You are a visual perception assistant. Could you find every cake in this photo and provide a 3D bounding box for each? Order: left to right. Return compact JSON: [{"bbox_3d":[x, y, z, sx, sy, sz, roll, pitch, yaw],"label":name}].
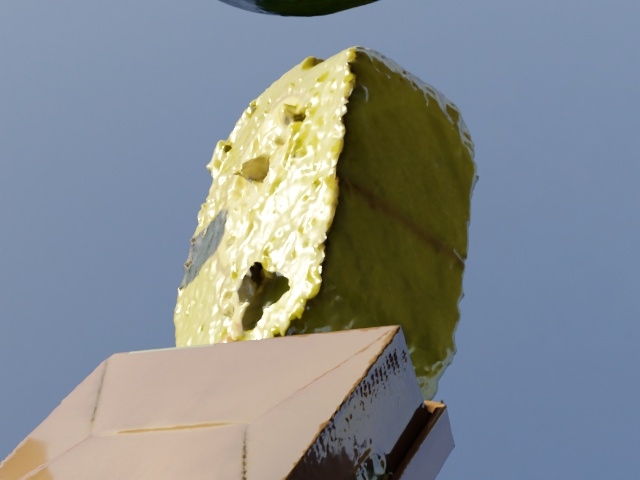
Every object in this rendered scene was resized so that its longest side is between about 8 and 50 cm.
[{"bbox_3d":[0.000,0.000,1.041,0.156,0.179,0.260,33,-128,-31],"label":"cake"}]

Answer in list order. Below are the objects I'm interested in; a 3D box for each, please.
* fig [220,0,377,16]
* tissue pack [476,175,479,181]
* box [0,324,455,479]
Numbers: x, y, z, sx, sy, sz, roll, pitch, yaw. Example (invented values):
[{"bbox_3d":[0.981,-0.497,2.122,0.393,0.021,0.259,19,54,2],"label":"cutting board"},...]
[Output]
[{"bbox_3d":[-0.047,-0.207,0.838,0.245,0.195,0.195,-16,-122,-9],"label":"fig"},{"bbox_3d":[0.015,-0.020,1.442,0.173,0.235,0.073,44,-170,36],"label":"tissue pack"},{"bbox_3d":[-0.066,0.134,0.798,0.215,0.086,0.215,-7,-158,29],"label":"box"}]
